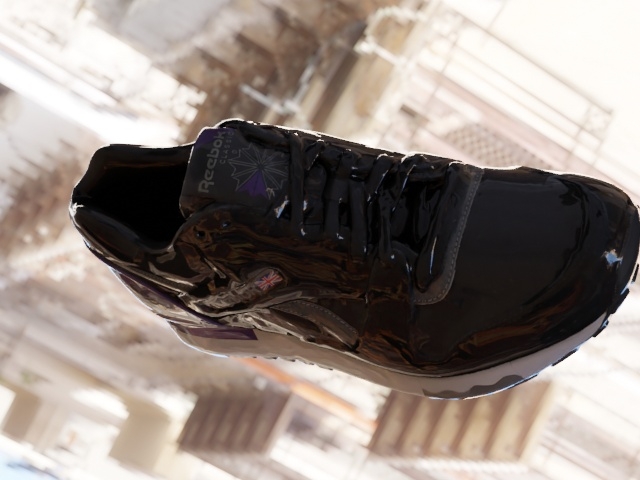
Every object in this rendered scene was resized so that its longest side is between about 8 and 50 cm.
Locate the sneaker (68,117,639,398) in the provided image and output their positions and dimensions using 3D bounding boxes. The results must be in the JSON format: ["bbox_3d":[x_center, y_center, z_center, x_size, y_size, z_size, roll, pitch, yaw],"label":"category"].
[{"bbox_3d":[0.000,0.000,0.719,0.283,0.124,0.107,-4,-120,38],"label":"sneaker"}]
